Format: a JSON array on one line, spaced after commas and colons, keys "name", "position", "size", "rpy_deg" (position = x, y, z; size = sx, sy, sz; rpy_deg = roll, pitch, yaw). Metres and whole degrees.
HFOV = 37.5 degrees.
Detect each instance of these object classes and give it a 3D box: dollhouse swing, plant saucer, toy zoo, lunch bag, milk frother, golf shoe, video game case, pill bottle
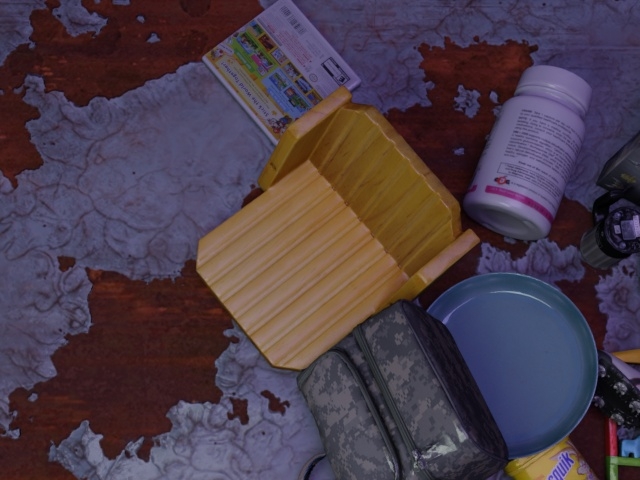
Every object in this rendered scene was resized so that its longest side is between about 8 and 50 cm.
[{"name": "dollhouse swing", "position": [0.000, 0.000, 1.573], "size": [0.305, 0.315, 0.347], "rpy_deg": [-34, 81, -30]}, {"name": "plant saucer", "position": [0.310, 0.212, 1.611], "size": [0.317, 0.044, 0.318], "rpy_deg": [-4, 74, 16]}, {"name": "toy zoo", "position": [0.594, 0.305, 1.649], "size": [0.192, 0.030, 0.293], "rpy_deg": [4, 76, -2]}, {"name": "lunch bag", "position": [0.118, 0.286, 1.499], "size": [0.256, 0.212, 0.305], "rpy_deg": [-35, 61, 16]}, {"name": "milk frother", "position": [0.553, -0.017, 1.669], "size": [0.143, 0.135, 0.129], "rpy_deg": [13, 76, 0]}, {"name": "golf shoe", "position": [0.560, 0.272, 1.602], "size": [0.273, 0.105, 0.120], "rpy_deg": [43, 59, 5]}, {"name": "video game case", "position": [-0.072, -0.318, 1.766], "size": [0.206, 0.026, 0.227], "rpy_deg": [-39, 82, -10]}, {"name": "pill bottle", "position": [0.376, -0.157, 1.680], "size": [0.160, 0.160, 0.283], "rpy_deg": [23, 77, 3]}]

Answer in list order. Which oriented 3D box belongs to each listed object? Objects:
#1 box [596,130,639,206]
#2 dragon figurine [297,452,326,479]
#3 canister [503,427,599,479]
[{"name": "box", "position": [0.609, -0.112, 1.644], "size": [0.183, 0.231, 0.056], "rpy_deg": [28, 76, 3]}, {"name": "dragon figurine", "position": [-0.041, 0.494, 1.546], "size": [0.144, 0.085, 0.289], "rpy_deg": [37, 82, 4]}, {"name": "canister", "position": [0.406, 0.414, 1.592], "size": [0.126, 0.073, 0.170], "rpy_deg": [-34, 81, -7]}]
